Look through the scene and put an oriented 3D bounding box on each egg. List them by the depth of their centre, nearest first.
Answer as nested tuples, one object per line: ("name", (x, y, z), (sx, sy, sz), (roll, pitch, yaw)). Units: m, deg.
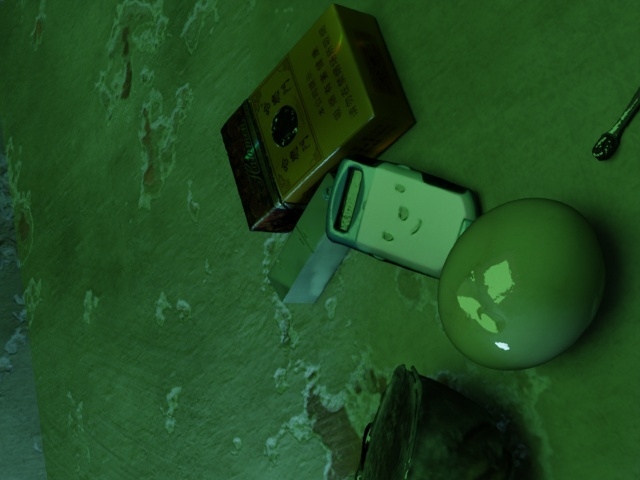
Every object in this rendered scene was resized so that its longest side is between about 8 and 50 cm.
("egg", (0.280, 0.065, 1.176), (0.219, 0.219, 0.269), (54, 139, 37))

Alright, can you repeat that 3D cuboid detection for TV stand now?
("TV stand", (0.000, 0.000, 1.607), (0.269, 0.088, 0.082), (-58, 48, 28))

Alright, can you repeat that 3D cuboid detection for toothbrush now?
("toothbrush", (0.462, -0.234, 1.132), (0.030, 0.031, 0.297), (37, 116, 16))

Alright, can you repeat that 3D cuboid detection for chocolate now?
("chocolate", (0.188, 0.357, 1.270), (0.303, 0.213, 0.303), (-162, 90, -85))

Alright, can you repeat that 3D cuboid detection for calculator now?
("calculator", (0.131, -0.045, 1.424), (0.293, 0.051, 0.172), (20, 105, 24))

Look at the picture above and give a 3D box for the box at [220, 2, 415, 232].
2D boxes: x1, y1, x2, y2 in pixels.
("box", (-0.024, -0.220, 1.629), (0.415, 0.116, 0.264), (-38, 61, 40))
